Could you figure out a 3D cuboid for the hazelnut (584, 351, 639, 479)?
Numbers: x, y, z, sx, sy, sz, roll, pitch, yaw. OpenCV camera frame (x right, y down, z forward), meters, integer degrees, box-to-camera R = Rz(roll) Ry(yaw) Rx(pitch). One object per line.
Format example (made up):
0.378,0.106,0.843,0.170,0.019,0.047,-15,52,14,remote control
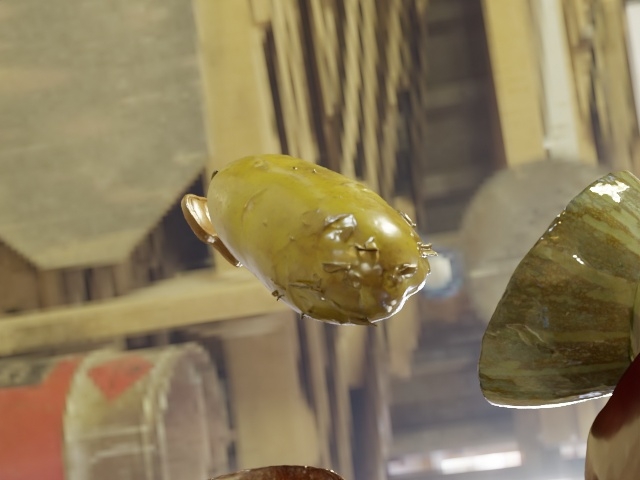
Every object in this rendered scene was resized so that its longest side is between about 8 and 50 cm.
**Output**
0.397,0.217,1.241,0.421,0.352,0.421,59,-6,10,hazelnut

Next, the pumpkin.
0.225,0.055,1.359,0.217,0.110,0.217,-34,138,-38,pumpkin

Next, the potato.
0.000,0.000,1.763,0.173,0.300,0.140,14,102,-38,potato

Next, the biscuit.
-0.138,-0.013,2.480,0.140,0.023,0.118,16,38,-56,biscuit

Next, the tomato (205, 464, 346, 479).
-0.081,0.417,2.028,0.144,0.338,0.338,158,-76,-85,tomato
